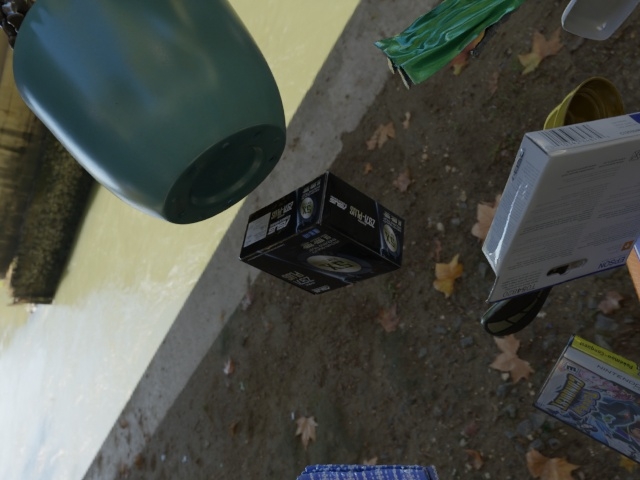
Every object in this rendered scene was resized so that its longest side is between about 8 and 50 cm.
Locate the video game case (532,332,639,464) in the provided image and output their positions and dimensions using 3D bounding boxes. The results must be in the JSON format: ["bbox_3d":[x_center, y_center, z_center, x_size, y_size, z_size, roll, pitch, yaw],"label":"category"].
[{"bbox_3d":[0.575,0.323,1.016,0.248,0.035,0.275,26,145,25],"label":"video game case"}]

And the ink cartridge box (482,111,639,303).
[{"bbox_3d":[0.300,-0.037,0.594,0.224,0.223,0.045,94,157,-44],"label":"ink cartridge box"}]

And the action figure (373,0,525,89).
[{"bbox_3d":[0.207,-0.312,0.748,0.232,0.063,0.137,-32,53,6],"label":"action figure"}]

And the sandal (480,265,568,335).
[{"bbox_3d":[0.486,0.106,1.234,0.303,0.120,0.086,-47,35,-11],"label":"sandal"}]

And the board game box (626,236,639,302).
[{"bbox_3d":[0.647,0.020,0.607,0.356,0.355,0.357,87,174,-71],"label":"board game box"}]

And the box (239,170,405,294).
[{"bbox_3d":[0.000,0.000,0.716,0.180,0.147,0.078,-22,49,44],"label":"box"}]

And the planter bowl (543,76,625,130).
[{"bbox_3d":[0.532,-0.225,1.079,0.090,0.217,0.217,17,95,57],"label":"planter bowl"}]

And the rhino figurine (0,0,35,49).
[{"bbox_3d":[-0.486,-0.369,0.940,0.073,0.243,0.106,-38,74,12],"label":"rhino figurine"}]

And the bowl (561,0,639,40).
[{"bbox_3d":[0.644,-0.548,1.198,0.142,0.142,0.053,117,157,-50],"label":"bowl"}]

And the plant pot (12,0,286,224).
[{"bbox_3d":[-0.182,-0.165,0.660,0.235,0.293,0.293,51,125,12],"label":"plant pot"}]

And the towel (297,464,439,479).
[{"bbox_3d":[0.091,0.489,0.836,0.336,0.040,0.243,-31,72,48],"label":"towel"}]
